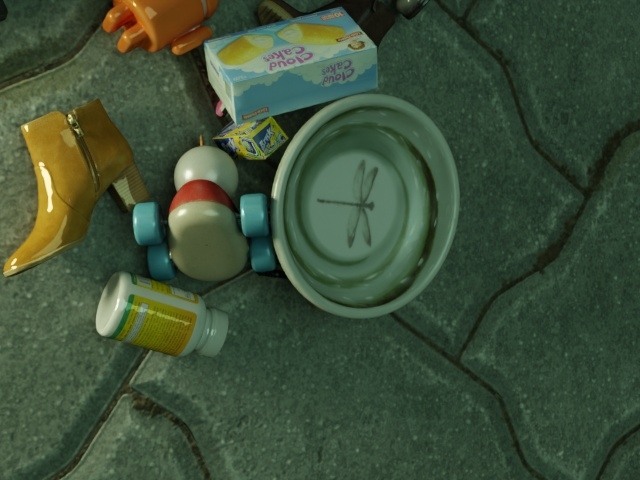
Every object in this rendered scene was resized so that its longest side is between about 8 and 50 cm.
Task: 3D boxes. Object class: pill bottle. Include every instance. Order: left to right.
[{"bbox_3d":[-0.271,0.135,1.696,0.208,0.117,0.117,19,83,-26],"label":"pill bottle"}]

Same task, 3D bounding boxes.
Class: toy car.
[{"bbox_3d":[-0.196,-0.071,1.713,0.219,0.210,0.238,-5,55,2],"label":"toy car"}]

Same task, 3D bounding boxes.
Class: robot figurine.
[{"bbox_3d":[-0.266,-0.409,1.674,0.219,0.158,0.128,-38,149,-21],"label":"robot figurine"}]

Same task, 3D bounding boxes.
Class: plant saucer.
[{"bbox_3d":[0.068,-0.063,1.758,0.400,0.100,0.400,-5,100,-32],"label":"plant saucer"}]

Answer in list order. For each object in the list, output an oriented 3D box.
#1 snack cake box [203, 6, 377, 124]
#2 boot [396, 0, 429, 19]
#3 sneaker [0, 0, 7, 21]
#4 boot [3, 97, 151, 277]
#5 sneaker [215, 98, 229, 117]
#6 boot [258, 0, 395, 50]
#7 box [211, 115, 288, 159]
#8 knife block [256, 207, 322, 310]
[{"bbox_3d":[-0.051,-0.304,1.688,0.264,0.152,0.089,-17,133,-16],"label":"snack cake box"},{"bbox_3d":[0.142,-0.612,1.896,0.223,0.118,0.338,22,71,-23],"label":"boot"},{"bbox_3d":[-0.567,-0.480,1.535,0.130,0.109,0.286,-39,110,-27],"label":"sneaker"},{"bbox_3d":[-0.444,-0.093,1.619,0.295,0.104,0.211,-36,102,-27],"label":"boot"},{"bbox_3d":[-0.118,-0.274,1.789,0.075,0.063,0.170,47,67,-14],"label":"sneaker"},{"bbox_3d":[0.014,-0.421,1.857,0.248,0.090,0.207,39,63,-21],"label":"boot"},{"bbox_3d":[-0.127,-0.179,1.728,0.059,0.169,0.054,-43,111,-19],"label":"box"},{"bbox_3d":[0.000,0.000,1.845,0.276,0.088,0.242,-33,107,-22],"label":"knife block"}]
